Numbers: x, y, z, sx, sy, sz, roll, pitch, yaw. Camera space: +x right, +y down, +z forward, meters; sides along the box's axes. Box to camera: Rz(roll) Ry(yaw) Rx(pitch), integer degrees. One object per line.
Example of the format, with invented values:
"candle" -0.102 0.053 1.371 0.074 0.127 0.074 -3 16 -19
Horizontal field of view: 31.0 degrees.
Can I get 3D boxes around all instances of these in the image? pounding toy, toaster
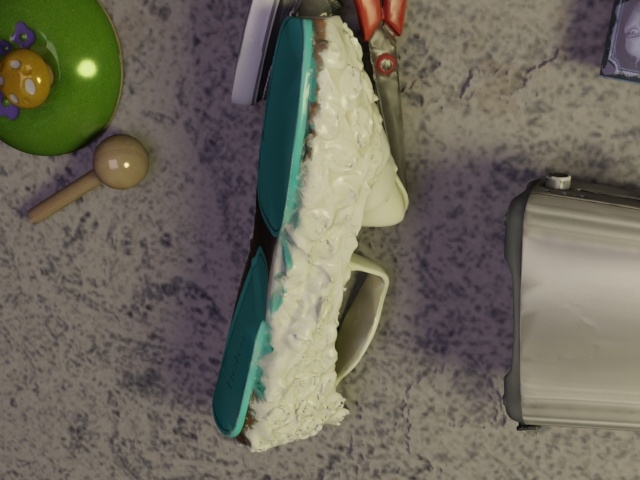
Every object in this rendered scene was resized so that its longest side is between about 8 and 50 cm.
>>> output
"pounding toy" -0.281 -0.136 1.083 0.183 0.110 0.236 -19 95 28
"toaster" 0.223 0.060 0.896 0.147 0.129 0.226 4 104 21

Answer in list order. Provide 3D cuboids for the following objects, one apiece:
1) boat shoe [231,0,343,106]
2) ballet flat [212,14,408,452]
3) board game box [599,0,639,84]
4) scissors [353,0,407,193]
"boat shoe" -0.015 -0.213 0.966 0.076 0.080 0.228 16 108 -7
"ballet flat" 0.000 0.000 0.987 0.147 0.147 0.408 22 119 18
"board game box" 0.338 -0.177 0.826 0.243 0.042 0.165 14 110 21
"scissors" 0.041 -0.164 0.951 0.109 0.021 0.297 0 112 -18
